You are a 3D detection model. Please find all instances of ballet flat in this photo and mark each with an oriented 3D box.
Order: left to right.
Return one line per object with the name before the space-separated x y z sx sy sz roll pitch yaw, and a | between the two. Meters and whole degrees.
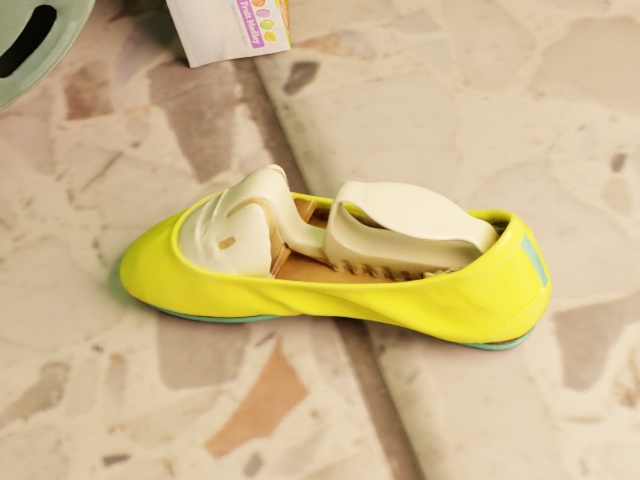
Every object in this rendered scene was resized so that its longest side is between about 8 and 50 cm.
ballet flat | 0.000 0.000 0.815 0.231 0.077 0.077 7 50 21

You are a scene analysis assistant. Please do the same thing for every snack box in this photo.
snack box | -0.069 -0.237 0.993 0.070 0.174 0.207 -9 47 9

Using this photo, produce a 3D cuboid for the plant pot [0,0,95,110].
plant pot | -0.263 -0.255 0.948 0.341 0.341 0.334 -14 46 2
